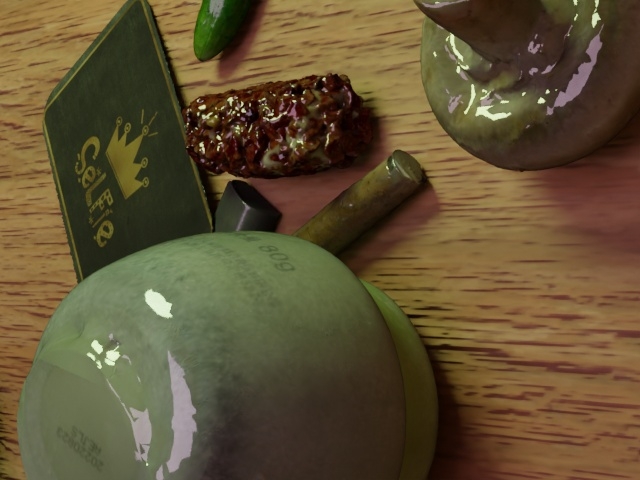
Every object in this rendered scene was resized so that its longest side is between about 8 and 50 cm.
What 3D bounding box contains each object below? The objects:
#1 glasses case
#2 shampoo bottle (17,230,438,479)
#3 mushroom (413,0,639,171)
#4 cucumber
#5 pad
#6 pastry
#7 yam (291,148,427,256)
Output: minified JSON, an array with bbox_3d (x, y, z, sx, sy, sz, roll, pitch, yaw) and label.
[{"bbox_3d":[-0.106,0.035,1.355,0.072,0.042,0.190,43,116,46],"label":"glasses case"},{"bbox_3d":[-0.080,0.150,1.123,0.323,0.317,0.322,-7,79,42],"label":"shampoo bottle"},{"bbox_3d":[0.151,-0.162,0.997,0.207,0.215,0.207,-10,73,38],"label":"mushroom"},{"bbox_3d":[-0.082,-0.302,1.347,0.056,0.056,0.250,30,110,42],"label":"cucumber"},{"bbox_3d":[-0.270,-0.068,1.483,0.315,0.063,0.375,-43,52,34],"label":"pad"},{"bbox_3d":[-0.049,-0.108,1.266,0.209,0.115,0.097,-1,98,43],"label":"pastry"},{"bbox_3d":[0.000,0.000,1.247,0.264,0.046,0.046,-39,61,36],"label":"yam"}]
